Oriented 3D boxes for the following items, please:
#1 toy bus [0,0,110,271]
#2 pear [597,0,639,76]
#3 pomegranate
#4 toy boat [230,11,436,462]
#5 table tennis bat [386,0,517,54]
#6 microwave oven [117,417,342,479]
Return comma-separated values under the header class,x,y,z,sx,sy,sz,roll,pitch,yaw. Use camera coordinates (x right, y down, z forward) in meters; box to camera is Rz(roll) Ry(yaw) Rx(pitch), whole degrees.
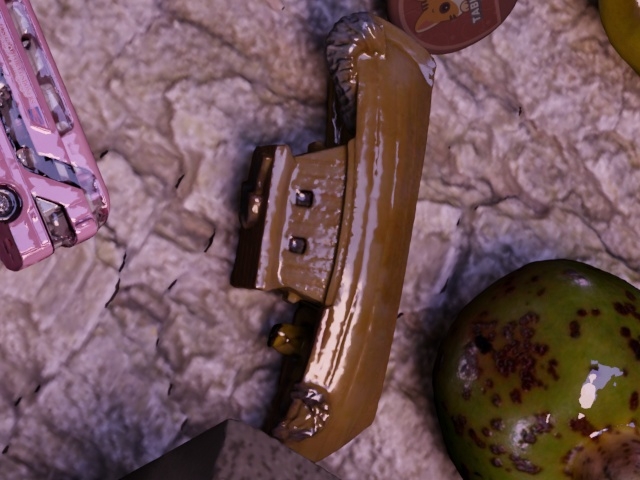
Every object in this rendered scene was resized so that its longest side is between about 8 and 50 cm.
class,x,y,z,sx,sy,sz,roll,pitch,yaw
toy bus,-0.209,-0.085,1.185,0.090,0.063,0.203,-24,97,-23
pear,0.306,-0.190,1.350,0.198,0.198,0.198,1,88,-24
pomegranate,0.183,0.125,1.262,0.202,0.248,0.202,-7,117,-15
toy boat,0.000,0.000,1.262,0.121,0.089,0.321,12,85,-17
table tennis bat,0.104,-0.225,1.358,0.170,0.119,0.107,-25,135,-9
microwave oven,0.017,0.361,1.125,0.432,0.236,0.374,33,51,-21
